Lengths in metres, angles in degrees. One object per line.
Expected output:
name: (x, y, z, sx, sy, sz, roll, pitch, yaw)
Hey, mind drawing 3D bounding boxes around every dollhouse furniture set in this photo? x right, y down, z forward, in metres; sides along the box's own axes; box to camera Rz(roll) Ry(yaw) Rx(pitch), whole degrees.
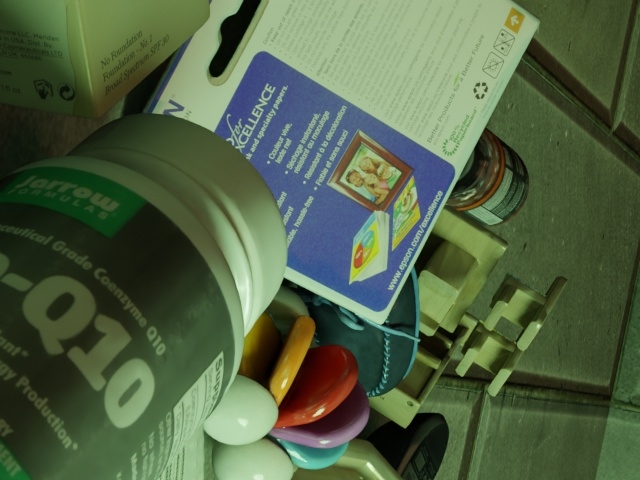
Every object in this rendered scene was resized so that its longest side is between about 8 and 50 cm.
dollhouse furniture set: (0.122, 0.051, 1.728, 0.161, 0.212, 0.242, -52, 172, -46)

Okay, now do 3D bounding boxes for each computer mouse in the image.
computer mouse: (0.047, 0.294, 1.845, 0.272, 0.072, 0.188, -54, 151, -23)

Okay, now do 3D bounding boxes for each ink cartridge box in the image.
ink cartridge box: (0.002, -0.124, 1.364, 0.307, 0.072, 0.304, 29, 89, -34)

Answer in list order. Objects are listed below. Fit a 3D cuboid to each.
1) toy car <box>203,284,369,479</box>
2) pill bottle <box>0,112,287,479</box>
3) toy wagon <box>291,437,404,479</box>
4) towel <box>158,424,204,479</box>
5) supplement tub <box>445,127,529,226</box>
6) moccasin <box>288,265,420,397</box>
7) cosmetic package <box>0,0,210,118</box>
toy car: (-0.024, 0.136, 1.475, 0.182, 0.136, 0.159, 78, 24, -44)
pill bottle: (-0.172, 0.075, 1.016, 0.361, 0.204, 0.204, -51, 145, -50)
toy wagon: (0.036, 0.345, 1.580, 0.267, 0.068, 0.344, 17, 49, -43)
towel: (-0.176, 0.266, 1.293, 0.312, 0.056, 0.324, -29, 127, -62)
supplement tub: (0.167, -0.080, 1.900, 0.198, 0.106, 0.106, 24, 78, -67)
moccasin: (0.000, 0.000, 1.536, 0.117, 0.137, 0.342, -42, 124, -51)
cosmetic package: (-0.163, -0.249, 1.009, 0.160, 0.113, 0.309, -52, 147, -48)
